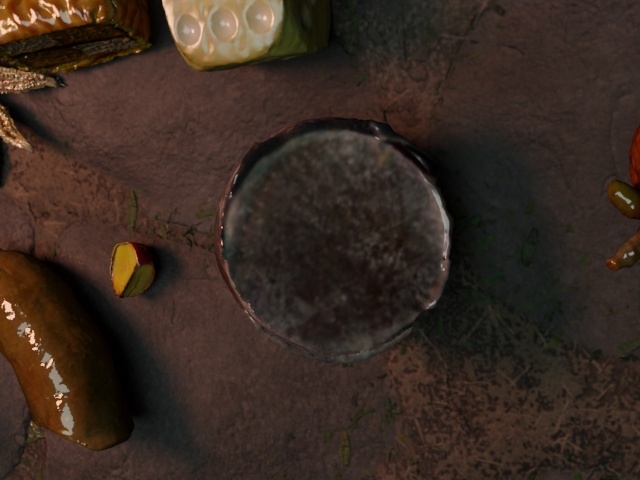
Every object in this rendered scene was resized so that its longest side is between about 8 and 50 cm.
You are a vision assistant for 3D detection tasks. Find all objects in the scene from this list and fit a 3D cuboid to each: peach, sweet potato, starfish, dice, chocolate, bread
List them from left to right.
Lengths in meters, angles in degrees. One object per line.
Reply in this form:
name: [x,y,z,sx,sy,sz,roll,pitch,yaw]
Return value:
starfish: [-0.521,-0.234,1.667,0.293,0.084,0.301,35,120,1]
sweet potato: [-0.399,0.145,1.662,0.157,0.158,0.370,-30,84,23]
bread: [-0.344,-0.300,1.540,0.222,0.181,0.096,-9,83,17]
peach: [-0.270,0.043,1.643,0.077,0.050,0.083,3,92,44]
dice: [-0.091,-0.309,1.444,0.169,0.169,0.166,-8,98,22]
chocolate: [0.000,0.000,1.450,0.303,0.213,0.303,0,88,-15]

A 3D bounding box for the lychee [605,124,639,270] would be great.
lychee: [0.452,-0.051,1.258,0.299,0.255,0.255,-23,92,13]
